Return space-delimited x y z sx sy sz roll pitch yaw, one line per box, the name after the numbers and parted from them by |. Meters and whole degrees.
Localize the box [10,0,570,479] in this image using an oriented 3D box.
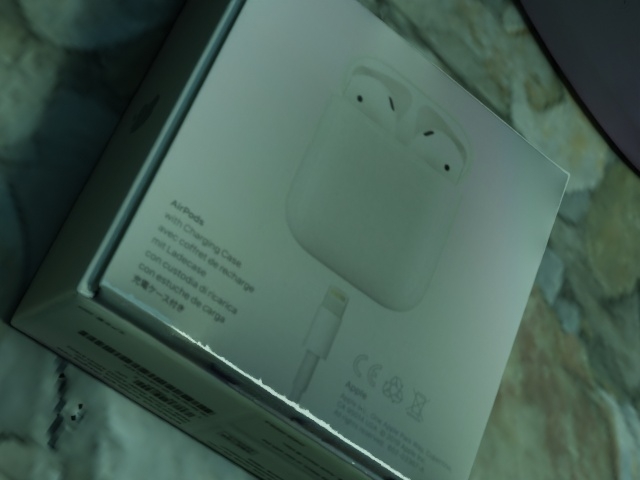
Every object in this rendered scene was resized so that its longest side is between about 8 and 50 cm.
0.000 0.000 0.386 0.130 0.051 0.129 36 59 -23 | box

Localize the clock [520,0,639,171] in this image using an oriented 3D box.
0.204 -0.175 0.546 0.339 0.102 0.338 10 72 -33 | clock
